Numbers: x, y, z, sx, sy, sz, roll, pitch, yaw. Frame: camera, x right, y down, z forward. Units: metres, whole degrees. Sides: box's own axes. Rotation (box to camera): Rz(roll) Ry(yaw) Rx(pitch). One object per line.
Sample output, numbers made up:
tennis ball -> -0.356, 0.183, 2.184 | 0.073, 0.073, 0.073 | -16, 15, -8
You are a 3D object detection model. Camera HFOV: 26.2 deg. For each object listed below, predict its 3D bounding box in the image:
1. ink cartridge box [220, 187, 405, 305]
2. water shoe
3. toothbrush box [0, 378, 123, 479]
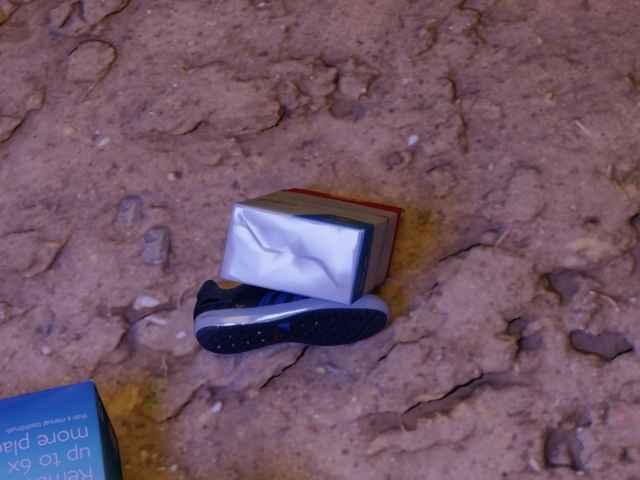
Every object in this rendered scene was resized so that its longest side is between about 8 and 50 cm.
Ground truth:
ink cartridge box -> 0.000, 0.000, 1.399 | 0.134, 0.231, 0.078 | 12, 99, 13
water shoe -> -0.031, 0.062, 1.406 | 0.203, 0.073, 0.080 | -5, 51, 0
toothbrush box -> -0.280, 0.298, 1.230 | 0.216, 0.126, 0.295 | -11, 56, -3
